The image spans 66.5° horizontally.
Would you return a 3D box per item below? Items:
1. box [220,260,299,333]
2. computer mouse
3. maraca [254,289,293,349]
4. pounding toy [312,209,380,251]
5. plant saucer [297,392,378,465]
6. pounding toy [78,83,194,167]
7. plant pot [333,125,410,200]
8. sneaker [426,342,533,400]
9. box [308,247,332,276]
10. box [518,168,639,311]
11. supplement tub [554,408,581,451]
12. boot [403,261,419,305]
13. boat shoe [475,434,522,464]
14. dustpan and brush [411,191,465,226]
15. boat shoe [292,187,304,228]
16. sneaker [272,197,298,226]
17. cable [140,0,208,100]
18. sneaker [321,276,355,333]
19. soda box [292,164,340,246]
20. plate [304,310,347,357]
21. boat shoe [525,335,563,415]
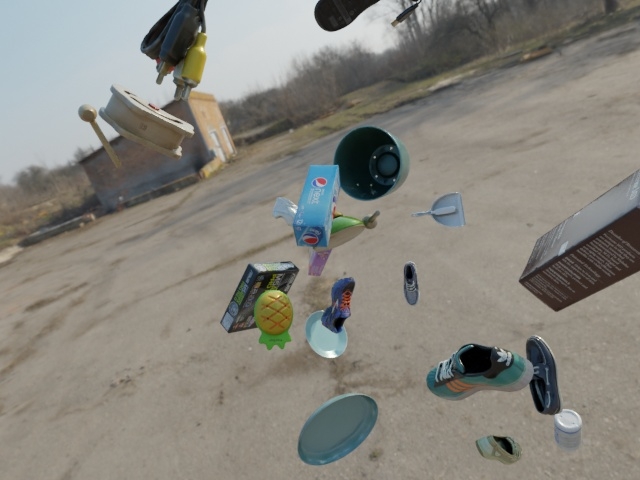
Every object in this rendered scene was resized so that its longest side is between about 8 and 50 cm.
[{"bbox_3d":[-0.216,0.201,1.758,0.060,0.270,0.216,41,24,31],"label":"box"},{"bbox_3d":[0.121,-0.593,1.208,0.262,0.184,0.060,-34,40,20],"label":"computer mouse"},{"bbox_3d":[-0.145,0.249,1.533,0.127,0.185,0.099,0,-13,-18],"label":"maraca"},{"bbox_3d":[0.065,-0.062,1.580,0.237,0.110,0.183,-25,-13,-1],"label":"pounding toy"},{"bbox_3d":[0.056,0.641,1.682,0.317,0.317,0.044,-26,38,-17],"label":"plant saucer"},{"bbox_3d":[-0.449,-0.262,1.162,0.155,0.269,0.154,-57,45,12],"label":"pounding toy"},{"bbox_3d":[0.234,-0.314,2.009,0.293,0.293,0.235,-12,1,30],"label":"plant pot"},{"bbox_3d":[0.347,0.304,1.172,0.302,0.121,0.108,-34,26,51],"label":"sneaker"},{"bbox_3d":[0.000,0.000,1.991,0.057,0.201,0.293,6,-26,-8],"label":"box"},{"bbox_3d":[0.674,0.005,1.177,0.191,0.143,0.381,-48,-3,-36],"label":"box"},{"bbox_3d":[0.701,0.538,1.385,0.071,0.107,0.071,-12,32,8],"label":"supplement tub"},{"bbox_3d":[0.374,0.185,2.044,0.069,0.190,0.086,-7,-1,17],"label":"boot"},{"bbox_3d":[0.407,0.457,1.082,0.048,0.153,0.056,-47,35,28],"label":"boat shoe"},{"bbox_3d":[0.488,-0.118,2.040,0.211,0.147,0.060,-9,-8,17],"label":"dustpan and brush"},{"bbox_3d":[-0.062,-0.135,2.051,0.079,0.084,0.233,13,53,-5],"label":"boat shoe"},{"bbox_3d":[-0.056,-0.059,1.300,0.053,0.152,0.061,110,-177,-75],"label":"sneaker"},{"bbox_3d":[-0.203,-0.378,0.810,0.139,0.287,0.072,34,7,33],"label":"cable"},{"bbox_3d":[0.077,0.225,1.682,0.083,0.221,0.087,1,27,-33],"label":"sneaker"},{"bbox_3d":[-0.005,-0.082,1.109,0.071,0.067,0.210,2,47,12],"label":"soda box"},{"bbox_3d":[0.018,0.357,1.849,0.188,0.188,0.024,-36,-6,-44],"label":"plate"},{"bbox_3d":[0.580,0.355,1.292,0.065,0.206,0.075,0,-19,-26],"label":"boat shoe"}]
